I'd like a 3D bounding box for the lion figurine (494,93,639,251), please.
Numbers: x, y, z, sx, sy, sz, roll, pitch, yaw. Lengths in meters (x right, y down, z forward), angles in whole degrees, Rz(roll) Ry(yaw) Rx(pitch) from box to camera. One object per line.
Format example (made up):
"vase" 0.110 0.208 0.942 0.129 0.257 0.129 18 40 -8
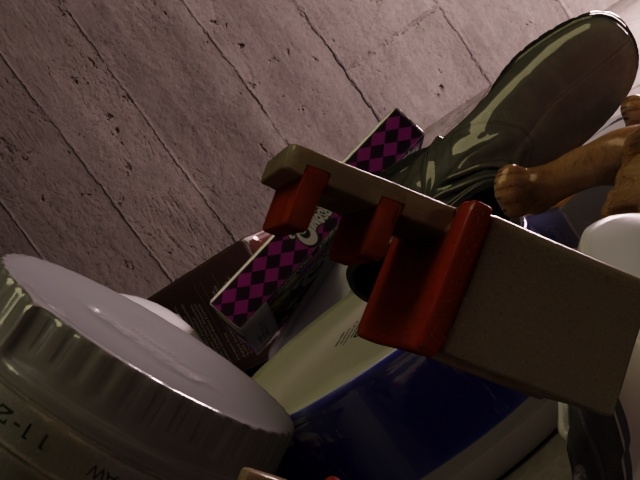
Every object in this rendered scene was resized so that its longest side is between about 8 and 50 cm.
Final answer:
"lion figurine" 0.269 -0.050 0.697 0.240 0.142 0.392 -18 14 46

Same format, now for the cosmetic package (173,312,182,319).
"cosmetic package" -0.236 0.222 1.248 0.296 0.153 0.129 -39 9 -17

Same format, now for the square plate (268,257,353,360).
"square plate" 0.073 0.008 1.166 0.344 0.049 0.347 -41 -11 -38

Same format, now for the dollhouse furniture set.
"dollhouse furniture set" 0.005 0.112 0.421 0.262 0.135 0.259 167 122 -80

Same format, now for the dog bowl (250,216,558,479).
"dog bowl" 0.064 0.095 0.832 0.265 0.104 0.265 -35 7 5

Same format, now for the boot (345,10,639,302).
"boot" 0.127 -0.050 0.814 0.246 0.083 0.161 -39 12 17

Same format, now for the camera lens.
"camera lens" -0.168 0.174 0.683 0.274 0.219 0.219 -58 7 1

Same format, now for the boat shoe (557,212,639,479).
"boat shoe" 0.143 0.103 0.427 0.108 0.102 0.301 4 29 -6

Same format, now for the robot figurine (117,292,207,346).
"robot figurine" -0.215 0.169 0.993 0.353 0.300 0.200 -30 39 37

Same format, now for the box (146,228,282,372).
"box" -0.115 0.095 1.446 0.381 0.143 0.191 -32 -3 41

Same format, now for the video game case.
"video game case" 0.000 0.000 1.079 0.232 0.042 0.210 -47 -8 -8

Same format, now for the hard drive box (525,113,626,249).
"hard drive box" 0.207 -0.018 0.969 0.181 0.089 0.232 -39 7 -26
